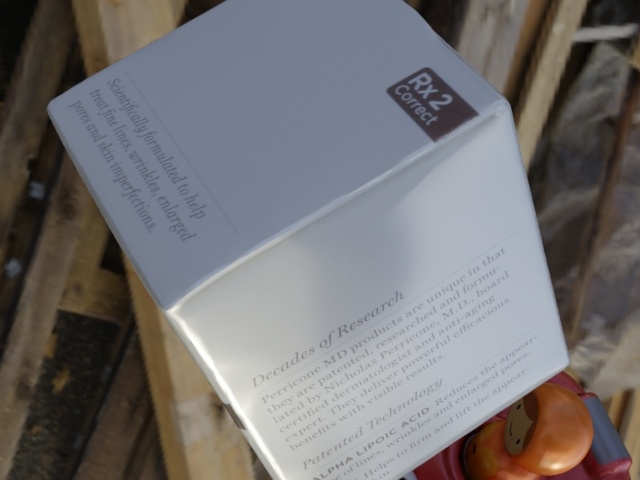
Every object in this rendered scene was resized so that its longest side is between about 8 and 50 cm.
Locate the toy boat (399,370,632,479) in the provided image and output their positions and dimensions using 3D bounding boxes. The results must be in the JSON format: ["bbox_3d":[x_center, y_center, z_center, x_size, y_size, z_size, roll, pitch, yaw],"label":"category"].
[{"bbox_3d":[0.127,0.146,0.777,0.231,0.151,0.151,-10,152,-30],"label":"toy boat"}]

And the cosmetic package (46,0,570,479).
[{"bbox_3d":[0.000,0.000,0.521,0.151,0.151,0.183,-32,136,-7],"label":"cosmetic package"}]
